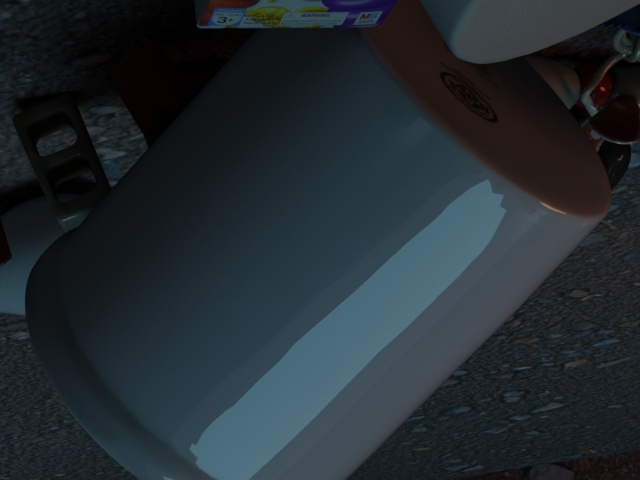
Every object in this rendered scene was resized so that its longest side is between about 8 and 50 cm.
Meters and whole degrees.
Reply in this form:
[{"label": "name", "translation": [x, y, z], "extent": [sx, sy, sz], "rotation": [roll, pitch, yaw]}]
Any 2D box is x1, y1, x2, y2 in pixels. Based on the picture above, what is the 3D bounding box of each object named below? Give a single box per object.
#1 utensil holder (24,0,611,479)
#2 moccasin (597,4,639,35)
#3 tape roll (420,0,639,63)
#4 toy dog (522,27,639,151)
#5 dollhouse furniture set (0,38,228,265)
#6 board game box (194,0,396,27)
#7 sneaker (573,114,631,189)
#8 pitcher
[{"label": "utensil holder", "translation": [0.000, 0.000, 1.525], "extent": [0.328, 0.327, 0.385], "rotation": [15, 127, -48]}, {"label": "moccasin", "translation": [0.352, -0.210, 1.527], "extent": [0.342, 0.116, 0.137], "rotation": [-7, 161, 1]}, {"label": "tape roll", "translation": [0.235, -0.250, 1.215], "extent": [0.392, 0.072, 0.392], "rotation": [-29, 169, -6]}, {"label": "toy dog", "translation": [0.207, -0.100, 1.721], "extent": [0.334, 0.161, 0.220], "rotation": [-4, 161, -2]}, {"label": "dollhouse furniture set", "translation": [-0.258, -0.102, 1.648], "extent": [0.374, 0.152, 0.201], "rotation": [-24, 160, -2]}, {"label": "board game box", "translation": [0.007, -0.262, 1.214], "extent": [0.142, 0.144, 0.275], "rotation": [-2, 161, -16]}, {"label": "sneaker", "translation": [0.258, -0.068, 1.966], "extent": [0.130, 0.109, 0.286], "rotation": [-9, 170, -24]}, {"label": "pitcher", "translation": [-0.305, 0.016, 1.979], "extent": [0.207, 0.125, 0.178], "rotation": [-17, -167, 22]}]
